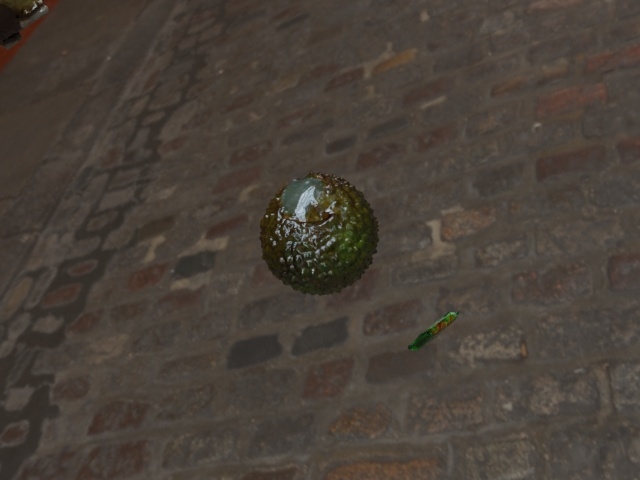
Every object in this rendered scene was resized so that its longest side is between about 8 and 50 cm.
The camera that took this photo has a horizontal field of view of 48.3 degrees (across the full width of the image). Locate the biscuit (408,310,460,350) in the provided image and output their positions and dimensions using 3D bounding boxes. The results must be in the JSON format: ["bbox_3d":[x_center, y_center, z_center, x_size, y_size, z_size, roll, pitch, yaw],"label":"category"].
[{"bbox_3d":[0.155,0.123,0.970,0.089,0.016,0.046,-26,-20,-48],"label":"biscuit"}]

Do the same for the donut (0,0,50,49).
[{"bbox_3d":[-0.478,-0.287,0.724,0.259,0.345,0.136,-21,71,12],"label":"donut"}]

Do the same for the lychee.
[{"bbox_3d":[0.000,0.000,0.920,0.171,0.171,0.171,-20,40,18],"label":"lychee"}]
